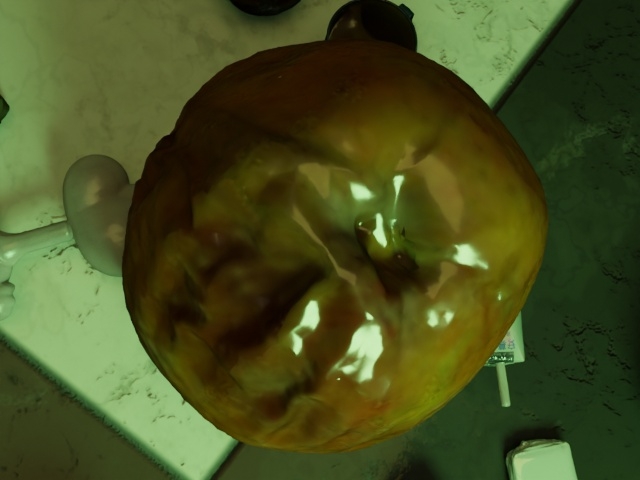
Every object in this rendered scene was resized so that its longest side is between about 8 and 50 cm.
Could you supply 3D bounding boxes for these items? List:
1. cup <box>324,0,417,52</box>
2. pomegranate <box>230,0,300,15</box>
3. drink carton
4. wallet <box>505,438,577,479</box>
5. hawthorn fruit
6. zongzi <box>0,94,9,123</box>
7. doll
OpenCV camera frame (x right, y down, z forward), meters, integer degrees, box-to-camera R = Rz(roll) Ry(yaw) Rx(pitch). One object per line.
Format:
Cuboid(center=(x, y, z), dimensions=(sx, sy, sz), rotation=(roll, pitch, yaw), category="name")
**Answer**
Cuboid(center=(0.071, -0.242, 0.944), dimensions=(0.150, 0.138, 0.114), rotation=(-19, 84, -11), category="cup")
Cuboid(center=(-0.088, -0.387, 0.950), dimensions=(0.169, 0.148, 0.148), rotation=(44, 77, 8), category="pomegranate")
Cuboid(center=(0.228, 0.116, 0.938), dimensions=(0.084, 0.074, 0.200), rotation=(0, 81, -8), category="drink carton")
Cuboid(center=(0.301, 0.356, 0.929), dimensions=(0.095, 0.033, 0.190), rotation=(-10, 83, -12), category="wallet")
Cuboid(center=(0.000, 0.000, 0.745), dimensions=(0.471, 0.472, 0.472), rotation=(2, 80, -8), category="hawthorn fruit")
Cuboid(center=(-0.510, -0.154, 0.860), dimensions=(0.189, 0.081, 0.178), rotation=(36, 82, -14), category="zongzi")
Cuboid(center=(-0.345, -0.002, 0.862), dimensions=(0.365, 0.094, 0.160), rotation=(-20, 81, -11), category="doll")
